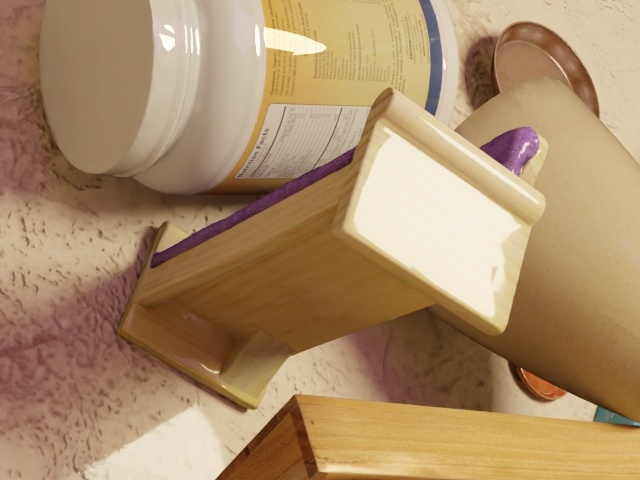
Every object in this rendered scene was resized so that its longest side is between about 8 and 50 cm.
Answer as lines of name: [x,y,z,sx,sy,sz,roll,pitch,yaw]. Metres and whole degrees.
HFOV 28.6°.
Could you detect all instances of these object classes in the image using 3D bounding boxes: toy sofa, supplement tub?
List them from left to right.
supplement tub: [-0.061,-0.154,1.097,0.316,0.228,0.228,-2,72,-38]
toy sofa: [0.000,0.000,0.987,0.150,0.362,0.177,32,60,-22]

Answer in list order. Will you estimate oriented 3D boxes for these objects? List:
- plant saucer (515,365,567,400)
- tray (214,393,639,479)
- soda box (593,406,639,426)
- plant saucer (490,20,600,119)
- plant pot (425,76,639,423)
plant saucer: [0.237,0.131,1.344,0.083,0.013,0.084,16,62,-31]
tray: [0.103,0.225,1.065,0.410,0.203,0.076,11,45,-34]
soda box: [0.353,0.185,1.373,0.071,0.067,0.210,41,51,-16]
plant saucer: [0.256,-0.173,1.455,0.168,0.029,0.168,17,60,-31]
plant pot: [0.240,0.031,1.158,0.256,0.256,0.274,-18,52,-41]
